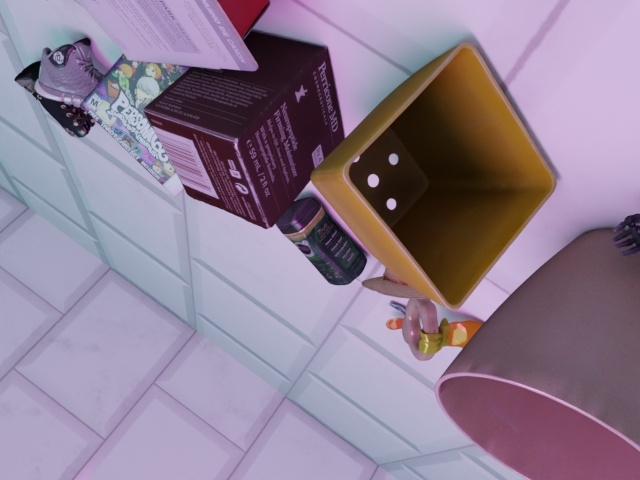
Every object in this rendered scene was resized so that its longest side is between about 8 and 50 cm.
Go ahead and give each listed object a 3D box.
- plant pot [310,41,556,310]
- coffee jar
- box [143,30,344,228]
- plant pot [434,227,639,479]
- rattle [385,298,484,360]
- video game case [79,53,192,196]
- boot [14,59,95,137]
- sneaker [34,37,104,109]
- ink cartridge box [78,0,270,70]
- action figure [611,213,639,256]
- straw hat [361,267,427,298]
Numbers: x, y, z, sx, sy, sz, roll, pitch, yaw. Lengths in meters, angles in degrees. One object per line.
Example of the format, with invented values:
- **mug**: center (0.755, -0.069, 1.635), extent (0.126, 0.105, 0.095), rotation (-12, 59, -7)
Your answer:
- **plant pot**: center (0.113, -0.074, 0.675), extent (0.212, 0.212, 0.187), rotation (49, 165, -21)
- **coffee jar**: center (0.000, 0.000, 1.052), extent (0.184, 0.079, 0.096), rotation (48, 155, -21)
- **box**: center (-0.096, -0.161, 0.774), extent (0.167, 0.203, 0.168), rotation (22, 150, 28)
- **plant pot**: center (0.310, 0.124, 0.644), extent (0.256, 0.274, 0.256), rotation (29, 153, 16)
- **rattle**: center (0.225, 0.162, 1.090), extent (0.199, 0.143, 0.130), rotation (129, 121, -79)
- **video game case**: center (-0.269, -0.219, 0.962), extent (0.210, 0.042, 0.232), rotation (-34, 109, 27)
- **boot**: center (-0.573, -0.321, 1.256), extent (0.236, 0.085, 0.178), rotation (13, 149, 40)
- **sneaker**: center (-0.443, -0.324, 1.085), extent (0.229, 0.086, 0.132), rotation (13, 113, -7)
- **ink cartridge box**: center (-0.204, -0.354, 0.625), extent (0.272, 0.130, 0.309), rotation (18, 159, 34)
- **action figure**: center (0.407, -0.008, 0.470), extent (0.164, 0.141, 0.276), rotation (51, 155, 0)
- **straw hat**: center (0.145, 0.055, 0.976), extent (0.144, 0.144, 0.061), rotation (12, 103, 41)
